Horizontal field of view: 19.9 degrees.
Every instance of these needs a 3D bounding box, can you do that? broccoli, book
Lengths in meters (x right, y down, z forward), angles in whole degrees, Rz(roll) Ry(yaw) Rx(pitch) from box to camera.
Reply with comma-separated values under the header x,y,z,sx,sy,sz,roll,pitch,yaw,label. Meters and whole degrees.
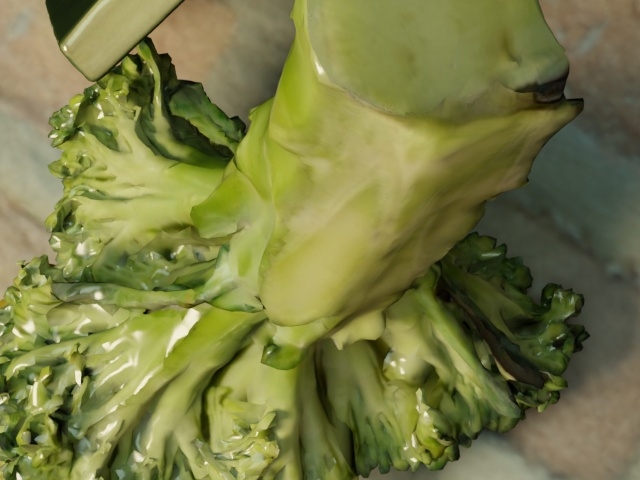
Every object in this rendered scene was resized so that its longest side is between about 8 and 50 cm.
x,y,z,sx,sy,sz,roll,pitch,yaw,label
-0.022,-0.007,0.713,0.252,0.361,0.221,4,66,10,broccoli
-0.044,-0.160,0.809,0.202,0.264,0.027,-44,105,0,book

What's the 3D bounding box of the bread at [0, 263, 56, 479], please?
x,y,z,sx,sy,sz,roll,pitch,yaw,label
-0.117,0.103,0.872,0.103,0.065,0.187,-26,78,0,bread
